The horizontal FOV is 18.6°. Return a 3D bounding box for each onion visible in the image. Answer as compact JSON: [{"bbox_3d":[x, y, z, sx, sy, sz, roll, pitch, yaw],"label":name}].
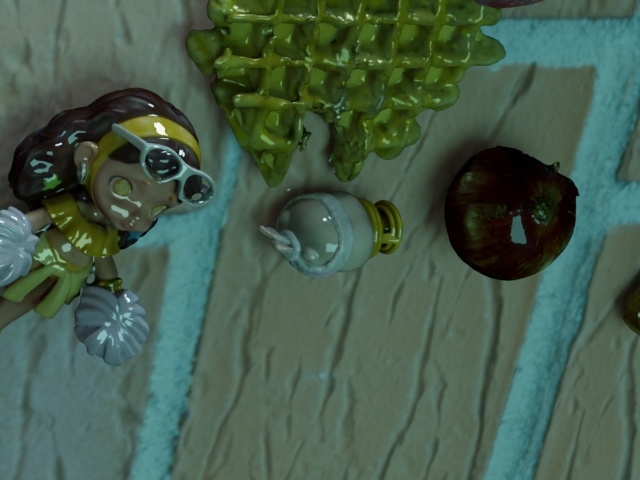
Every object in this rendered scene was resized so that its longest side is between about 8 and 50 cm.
[{"bbox_3d":[0.161,-0.020,1.668,0.117,0.118,0.118,29,99,-19],"label":"onion"}]

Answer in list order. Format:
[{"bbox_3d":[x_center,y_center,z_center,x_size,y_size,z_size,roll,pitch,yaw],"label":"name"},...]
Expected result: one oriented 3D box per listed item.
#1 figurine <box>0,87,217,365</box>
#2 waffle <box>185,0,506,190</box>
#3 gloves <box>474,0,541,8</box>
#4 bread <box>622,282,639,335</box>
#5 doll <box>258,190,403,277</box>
[{"bbox_3d":[-0.184,-0.008,1.439,0.240,0.116,0.174,-48,131,8],"label":"figurine"},{"bbox_3d":[0.029,-0.158,1.524,0.250,0.056,0.261,-39,135,-3],"label":"waffle"},{"bbox_3d":[0.192,-0.257,1.502,0.241,0.126,0.145,-46,132,-46],"label":"gloves"},{"bbox_3d":[0.352,0.029,1.872,0.157,0.044,0.052,-46,127,-3],"label":"bread"},{"bbox_3d":[0.000,0.000,1.604,0.127,0.073,0.084,-7,152,-34],"label":"doll"}]
